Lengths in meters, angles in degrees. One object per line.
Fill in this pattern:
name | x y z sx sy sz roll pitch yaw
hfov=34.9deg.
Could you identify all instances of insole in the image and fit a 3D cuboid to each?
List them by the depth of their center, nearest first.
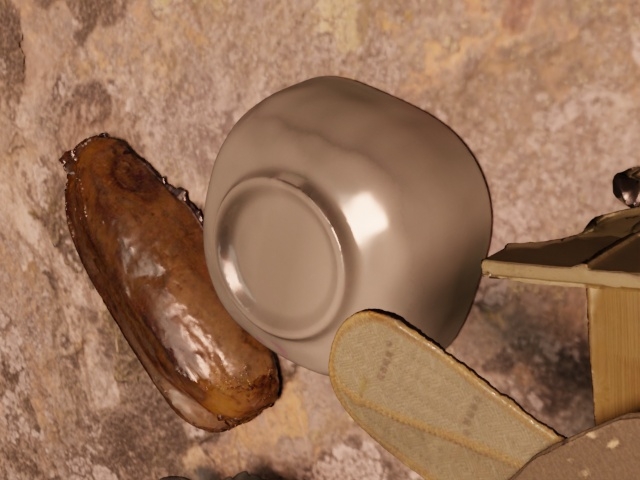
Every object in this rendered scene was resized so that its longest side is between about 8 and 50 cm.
insole | 0.136 0.145 0.541 0.348 0.009 0.119 33 124 29
insole | 0.120 0.158 0.545 0.248 0.011 0.081 -41 75 44

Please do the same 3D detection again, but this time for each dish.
dish | 0.000 0.000 0.812 0.256 0.117 0.256 12 111 35

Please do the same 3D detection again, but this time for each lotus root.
lotus root | -0.168 0.043 0.983 0.167 0.078 0.329 -43 77 37

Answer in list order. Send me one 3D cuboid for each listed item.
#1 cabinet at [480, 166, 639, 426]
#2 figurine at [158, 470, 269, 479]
cabinet | 0.287 0.116 0.561 0.318 0.227 0.289 3 108 40
figurine | -0.065 0.340 0.968 0.193 0.140 0.265 8 95 54
